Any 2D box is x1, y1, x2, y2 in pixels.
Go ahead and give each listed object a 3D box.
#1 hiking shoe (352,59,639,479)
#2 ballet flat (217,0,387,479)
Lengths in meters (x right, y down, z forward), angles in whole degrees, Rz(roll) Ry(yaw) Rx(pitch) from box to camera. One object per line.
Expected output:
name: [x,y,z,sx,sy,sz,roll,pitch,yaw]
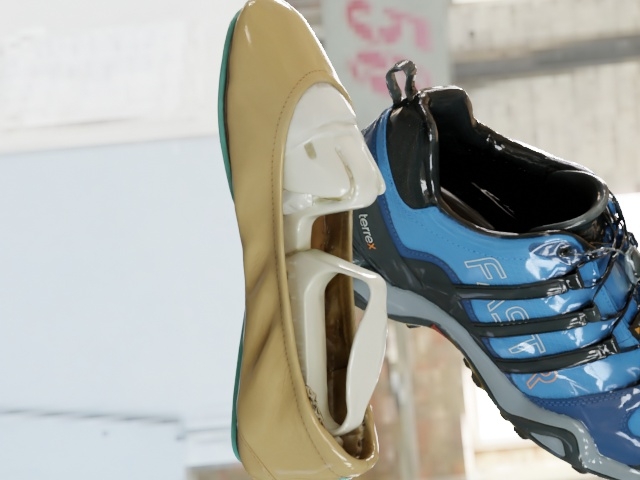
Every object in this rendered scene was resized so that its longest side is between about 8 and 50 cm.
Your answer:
hiking shoe: [0.135,0.032,1.055,0.132,0.304,0.113,-50,-169,50]
ballet flat: [0.000,0.000,0.904,0.080,0.073,0.232,-6,96,-55]
